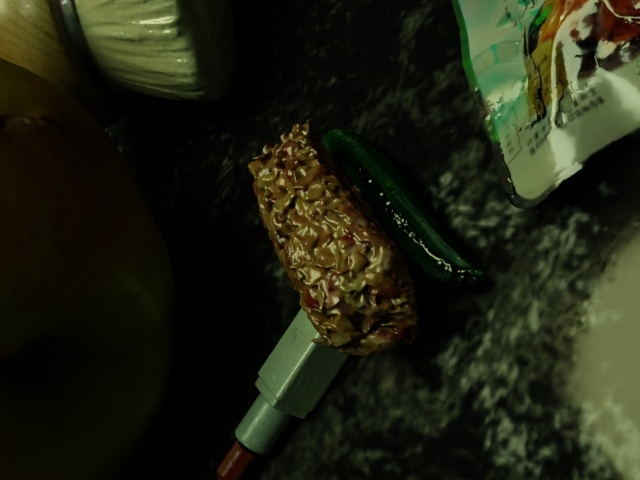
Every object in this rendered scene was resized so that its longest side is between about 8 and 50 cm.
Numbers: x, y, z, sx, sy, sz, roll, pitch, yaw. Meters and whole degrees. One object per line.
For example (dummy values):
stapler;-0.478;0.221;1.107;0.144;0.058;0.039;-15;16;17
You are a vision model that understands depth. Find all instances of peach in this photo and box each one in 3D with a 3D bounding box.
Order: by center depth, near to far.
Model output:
peach;-0.277;0.046;0.760;0.370;0.370;0.370;-28;49;38

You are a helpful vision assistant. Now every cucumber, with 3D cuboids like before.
cucumber;0.040;-0.023;0.677;0.033;0.036;0.184;-51;37;14

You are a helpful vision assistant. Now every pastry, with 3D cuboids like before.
pastry;-0.001;-0.002;0.658;0.063;0.087;0.169;-22;40;-8

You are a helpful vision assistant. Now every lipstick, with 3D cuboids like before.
lipstick;-0.026;0.097;0.688;0.129;0.030;0.030;-57;37;9

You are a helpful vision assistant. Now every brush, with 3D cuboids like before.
brush;-0.154;-0.188;0.928;0.166;0.174;0.267;-13;17;10

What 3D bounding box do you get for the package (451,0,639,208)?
package;0.138;-0.138;0.628;0.166;0.040;0.232;-36;43;33
